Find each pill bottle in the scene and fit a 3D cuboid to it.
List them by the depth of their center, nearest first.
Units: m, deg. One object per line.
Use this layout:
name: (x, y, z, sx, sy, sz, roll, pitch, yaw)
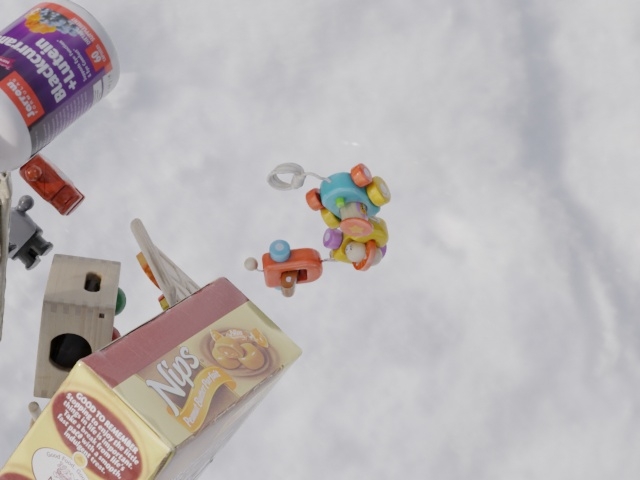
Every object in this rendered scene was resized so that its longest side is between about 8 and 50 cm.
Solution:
pill bottle: (-0.281, -0.129, 1.248, 0.193, 0.108, 0.108, -48, 113, -36)

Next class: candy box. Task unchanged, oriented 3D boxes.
candy box: (-0.162, 0.181, 0.958, 0.087, 0.183, 0.316, 43, 118, 8)

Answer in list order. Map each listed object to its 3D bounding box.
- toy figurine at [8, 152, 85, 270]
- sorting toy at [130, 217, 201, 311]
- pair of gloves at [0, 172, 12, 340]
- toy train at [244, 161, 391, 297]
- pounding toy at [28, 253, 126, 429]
toy figurine: (-0.436, -0.027, 1.787, 0.148, 0.209, 0.213, 44, 49, 1)
sorting toy: (-0.180, 0.086, 1.845, 0.038, 0.193, 0.208, -36, 130, 1)
pair of gloves: (-0.371, -0.023, 1.496, 0.042, 0.240, 0.204, 1, 116, -21)
toy train: (0.000, 0.000, 1.166, 0.125, 0.166, 0.046, -4, 56, -7)
pounding toy: (-0.284, 0.150, 1.605, 0.094, 0.181, 0.206, 7, 114, -8)
